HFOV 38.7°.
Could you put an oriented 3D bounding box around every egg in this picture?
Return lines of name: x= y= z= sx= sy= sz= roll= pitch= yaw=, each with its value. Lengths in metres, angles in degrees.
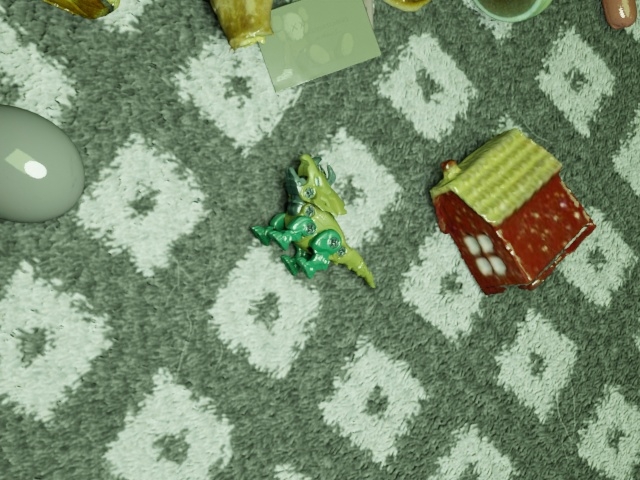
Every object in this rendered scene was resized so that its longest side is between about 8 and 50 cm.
egg: x=-0.405 y=-0.102 z=1.191 sx=0.199 sy=0.146 sz=0.146 roll=30 pitch=75 yaw=-17

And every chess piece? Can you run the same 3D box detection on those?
chess piece: x=0.404 y=-0.521 z=1.655 sx=0.298 sy=0.176 sz=0.175 roll=-37 pitch=105 yaw=-38

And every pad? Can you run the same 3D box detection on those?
pad: x=-0.006 y=-0.328 z=1.466 sx=0.190 sy=0.004 sz=0.127 roll=-22 pitch=98 yaw=-12

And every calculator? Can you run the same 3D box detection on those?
calculator: x=0.042 y=-0.385 z=1.506 sx=0.100 sy=0.032 sz=0.174 roll=-2 pitch=89 yaw=-28

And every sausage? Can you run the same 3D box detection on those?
sausage: x=0.577 y=-0.489 z=1.778 sx=0.062 sy=0.062 sz=0.154 roll=-16 pitch=95 yaw=-28

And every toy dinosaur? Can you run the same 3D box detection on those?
toy dinosaur: x=0.000 y=0.000 z=1.442 sx=0.153 sy=0.094 sz=0.259 roll=-41 pitch=115 yaw=-19

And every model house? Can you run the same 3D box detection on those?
model house: x=0.318 y=-0.061 z=1.570 sx=0.196 sy=0.160 sz=0.254 roll=-40 pitch=105 yaw=-23

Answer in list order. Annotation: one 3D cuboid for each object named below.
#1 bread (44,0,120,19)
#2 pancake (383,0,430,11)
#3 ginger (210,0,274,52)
bread: x=-0.339 y=-0.361 z=1.247 sx=0.140 sy=0.128 sz=0.069 roll=17 pitch=84 yaw=-21
pancake: x=0.144 y=-0.473 z=1.567 sx=0.158 sy=0.028 sz=0.158 roll=0 pitch=89 yaw=-30
ginger: x=-0.107 y=-0.488 z=1.359 sx=0.236 sy=0.166 sz=0.375 roll=33 pitch=65 yaw=-39
